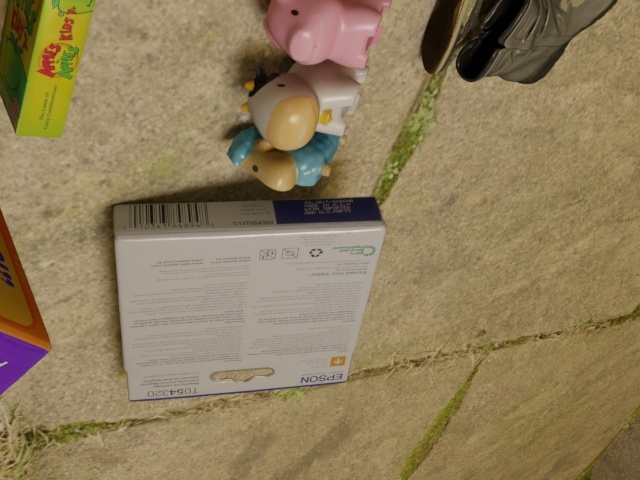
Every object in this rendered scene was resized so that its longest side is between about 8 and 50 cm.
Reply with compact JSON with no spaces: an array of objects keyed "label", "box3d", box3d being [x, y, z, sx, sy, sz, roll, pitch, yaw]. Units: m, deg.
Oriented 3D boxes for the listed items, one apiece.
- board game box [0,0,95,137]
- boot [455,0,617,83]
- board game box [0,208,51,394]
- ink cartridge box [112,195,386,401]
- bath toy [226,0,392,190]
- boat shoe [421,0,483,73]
[{"label":"board game box","box3d":[-0.240,-0.191,0.708,0.043,0.092,0.181,-1,132,-36]},{"label":"boot","box3d":[0.277,-0.288,0.983,0.161,0.083,0.246,-11,141,-52]},{"label":"board game box","box3d":[-0.469,0.002,0.519,0.356,0.356,0.356,-41,143,7]},{"label":"ink cartridge box","box3d":[-0.101,0.083,1.076,0.324,0.071,0.330,-3,137,-13]},{"label":"bath toy","box3d":[-0.006,-0.216,0.847,0.151,0.129,0.348,-63,175,-49]},{"label":"boat shoe","box3d":[0.167,-0.268,0.971,0.049,0.056,0.152,-4,134,-28]}]
